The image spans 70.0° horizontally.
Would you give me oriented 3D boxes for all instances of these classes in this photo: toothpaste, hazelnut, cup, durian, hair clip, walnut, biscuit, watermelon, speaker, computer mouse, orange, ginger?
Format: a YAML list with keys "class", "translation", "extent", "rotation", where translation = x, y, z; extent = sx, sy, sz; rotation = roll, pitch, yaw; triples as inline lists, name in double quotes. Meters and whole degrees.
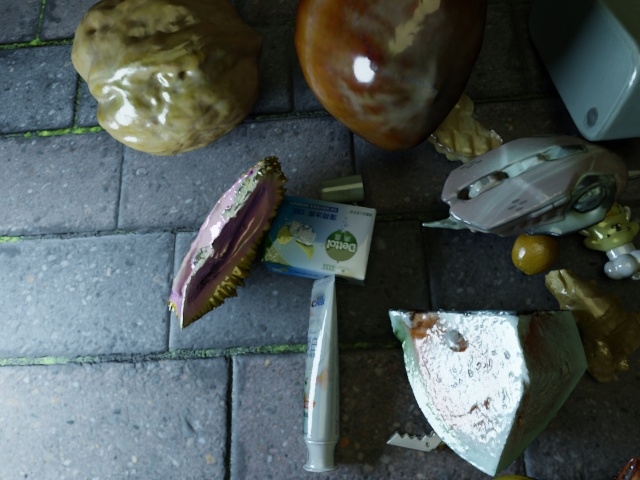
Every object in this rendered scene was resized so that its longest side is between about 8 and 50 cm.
- class: "toothpaste"
  translation: [0.004, 0.224, 0.802]
  extent: [0.066, 0.100, 0.322]
  rotation: [7, 75, -21]
- class: "hazelnut"
  translation: [0.122, -0.351, 0.813]
  extent: [0.367, 0.365, 0.365]
  rotation: [-1, 73, 4]
- class: "cup"
  translation: [0.046, -0.092, 0.914]
  extent: [0.084, 0.074, 0.054]
  rotation: [-6, 36, 6]
- class: "durian"
  translation: [-0.160, 0.000, 0.840]
  extent: [0.112, 0.191, 0.341]
  rotation: [30, 83, -18]
- class: "hair clip"
  translation: [0.226, 0.327, 0.775]
  extent: [0.226, 0.034, 0.072]
  rotation: [-20, 74, -1]
- class: "walnut"
  translation: [-0.274, -0.332, 0.884]
  extent: [0.344, 0.306, 0.305]
  rotation: [-23, 73, -1]
- class: "biscuit"
  translation: [0.270, -0.224, 0.924]
  extent: [0.118, 0.061, 0.182]
  rotation: [-24, 71, -1]
- class: "watermelon"
  translation: [0.252, 0.196, 0.701]
  extent: [0.320, 0.213, 0.289]
  rotation: [11, 55, 11]
- class: "speaker"
  translation: [0.548, -0.367, 0.840]
  extent: [0.185, 0.183, 0.405]
  rotation: [-2, 54, 1]
- class: "computer mouse"
  translation: [0.364, -0.106, 0.818]
  extent: [0.390, 0.114, 0.199]
  rotation: [-15, 47, -3]
- class: "orange"
  translation: [0.389, 0.021, 0.831]
  extent: [0.085, 0.085, 0.084]
  rotation: [-1, 73, 4]
- class: "ginger"
  translation: [0.482, 0.133, 0.788]
  extent: [0.115, 0.081, 0.205]
  rotation: [-28, 80, 29]

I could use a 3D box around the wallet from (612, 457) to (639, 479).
- class: "wallet"
  translation: [0.544, 0.462, 0.702]
  extent: [0.204, 0.045, 0.142]
  rotation: [37, 80, 14]

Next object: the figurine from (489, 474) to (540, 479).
- class: "figurine"
  translation: [0.324, 0.468, 0.655]
  extent: [0.192, 0.167, 0.256]
  rotation: [-31, 71, -27]

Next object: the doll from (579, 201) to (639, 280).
- class: "doll"
  translation: [0.536, -0.003, 0.834]
  extent: [0.106, 0.062, 0.162]
  rotation: [-22, 74, 3]

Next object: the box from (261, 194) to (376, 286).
- class: "box"
  translation: [0.000, 0.000, 0.871]
  extent: [0.195, 0.073, 0.139]
  rotation: [9, 74, 7]

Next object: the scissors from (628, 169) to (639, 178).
- class: "scissors"
  translation: [0.577, -0.124, 0.891]
  extent: [0.119, 0.014, 0.058]
  rotation: [-5, 77, 6]
